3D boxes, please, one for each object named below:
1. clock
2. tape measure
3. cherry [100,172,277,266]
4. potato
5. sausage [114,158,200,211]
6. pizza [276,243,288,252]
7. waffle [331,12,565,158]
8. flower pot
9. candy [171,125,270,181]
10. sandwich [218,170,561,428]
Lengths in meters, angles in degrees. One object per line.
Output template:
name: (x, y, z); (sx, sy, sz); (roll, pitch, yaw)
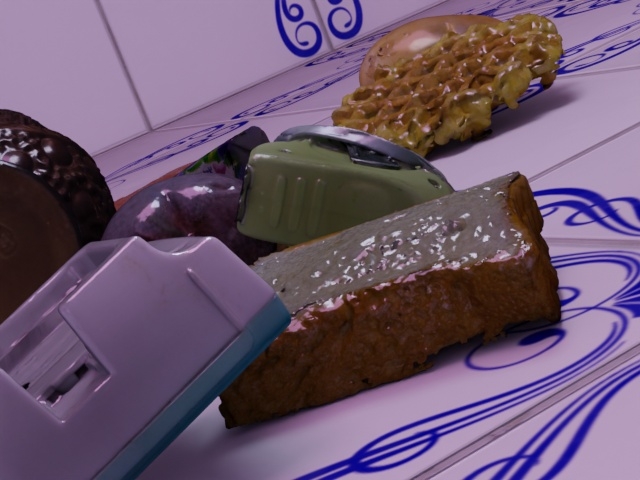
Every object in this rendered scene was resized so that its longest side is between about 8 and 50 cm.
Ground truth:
clock: (-0.173, 0.093, 1.005); (0.262, 0.116, 0.231); (-44, 16, -14)
tape measure: (0.031, -0.044, 1.361); (0.200, 0.106, 0.175); (8, 16, -1)
cherry: (-0.128, 0.011, 1.426); (0.176, 0.140, 0.176); (-27, 6, 3)
potato: (0.168, -0.245, 2.110); (0.234, 0.146, 0.150); (-20, 40, 3)
sausage: (-0.252, -0.006, 1.875); (0.433, 0.088, 0.088); (-31, 15, -36)
pizza: (-0.067, 0.011, 1.564); (0.099, 0.035, 0.160); (-22, 10, 37)
waffle: (0.151, -0.185, 1.897); (0.325, 0.068, 0.302); (-32, 22, 2)
flower pot: (-0.324, 0.005, 1.470); (0.267, 0.266, 0.267); (-23, 9, -7)
candy: (-0.136, -0.026, 1.591); (0.061, 0.088, 0.312); (-36, 6, -37)
sandwich: (0.048, 0.034, 1.129); (0.251, 0.087, 0.226); (-19, 11, 13)
